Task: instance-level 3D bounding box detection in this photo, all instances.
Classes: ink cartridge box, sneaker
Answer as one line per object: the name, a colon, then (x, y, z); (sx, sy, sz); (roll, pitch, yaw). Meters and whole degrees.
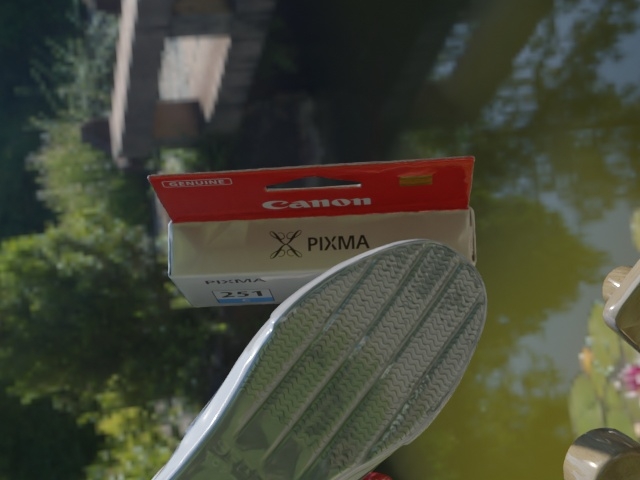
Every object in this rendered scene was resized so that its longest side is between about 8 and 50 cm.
ink cartridge box: (0.000, 0.000, 1.329); (0.261, 0.296, 0.066); (75, -168, -74)
sneaker: (-0.024, 0.098, 0.693); (0.094, 0.258, 0.091); (48, 166, -3)

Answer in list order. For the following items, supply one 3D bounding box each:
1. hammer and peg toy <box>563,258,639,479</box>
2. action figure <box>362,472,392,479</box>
hammer and peg toy: (0.336, 0.076, 1.020); (0.361, 0.266, 0.127); (-53, 20, -1)
action figure: (0.015, 0.273, 0.903); (0.139, 0.091, 0.280); (-7, 56, 38)
